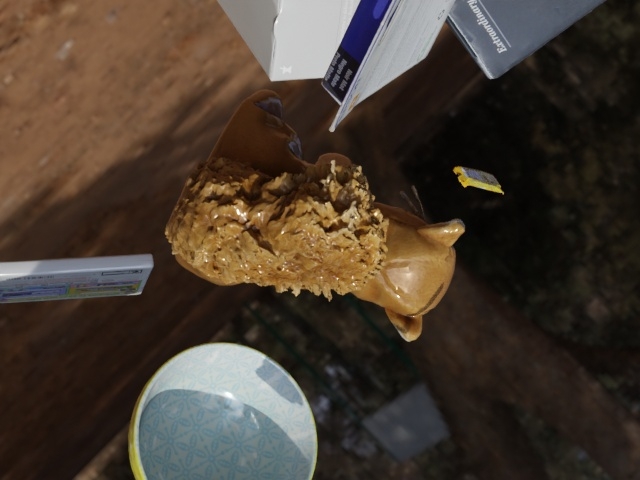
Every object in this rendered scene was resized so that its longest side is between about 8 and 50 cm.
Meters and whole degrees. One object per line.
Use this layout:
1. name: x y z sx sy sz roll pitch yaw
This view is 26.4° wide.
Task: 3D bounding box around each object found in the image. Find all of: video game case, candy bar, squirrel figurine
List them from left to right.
1. video game case: -0.348 0.053 1.904 0.212 0.023 0.193 -3 167 -13
2. squirrel figurine: 0.000 0.000 1.859 0.281 0.370 0.397 -64 176 10
3. candy bar: 0.260 -0.099 2.229 0.018 0.040 0.161 -39 160 22

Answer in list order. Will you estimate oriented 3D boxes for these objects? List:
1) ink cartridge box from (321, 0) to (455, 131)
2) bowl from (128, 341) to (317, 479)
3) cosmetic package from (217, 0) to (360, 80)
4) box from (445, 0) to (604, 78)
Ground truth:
1. ink cartridge box: 0.077 -0.222 1.147 0.224 0.045 0.223 -43 163 -56
2. bowl: -0.166 0.308 2.032 0.289 0.289 0.156 -47 -173 -32
3. cosmetic package: -0.039 -0.277 1.456 0.107 0.238 0.127 -7 127 -22
4. box: 0.258 -0.439 1.587 0.395 0.293 0.212 -35 -150 8
